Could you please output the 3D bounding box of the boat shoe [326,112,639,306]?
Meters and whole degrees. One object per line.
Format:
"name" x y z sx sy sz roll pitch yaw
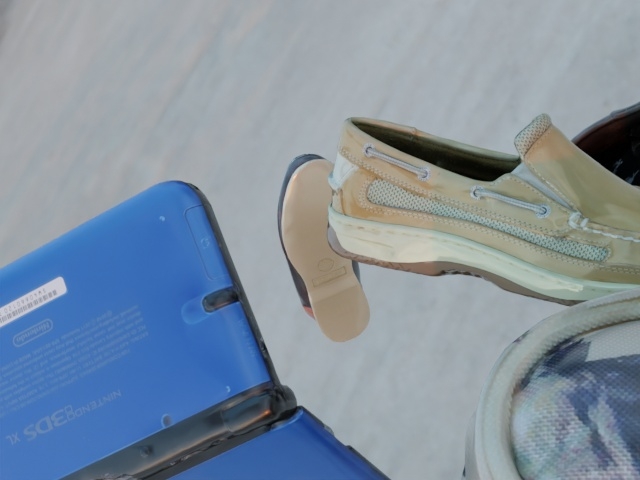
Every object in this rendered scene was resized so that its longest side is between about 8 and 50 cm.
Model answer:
"boat shoe" 0.093 -0.017 0.660 0.068 0.190 0.072 -48 -37 -65

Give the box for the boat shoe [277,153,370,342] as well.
"boat shoe" 0.000 0.000 0.927 0.043 0.049 0.137 -116 9 -49

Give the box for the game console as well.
"game console" -0.131 0.132 1.099 0.293 0.250 0.173 -27 -14 19

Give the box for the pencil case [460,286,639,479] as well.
"pencil case" 0.111 0.204 0.578 0.183 0.160 0.410 -104 16 -52

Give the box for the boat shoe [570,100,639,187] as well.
"boat shoe" 0.284 -0.059 1.081 0.355 0.130 0.132 -30 44 60
